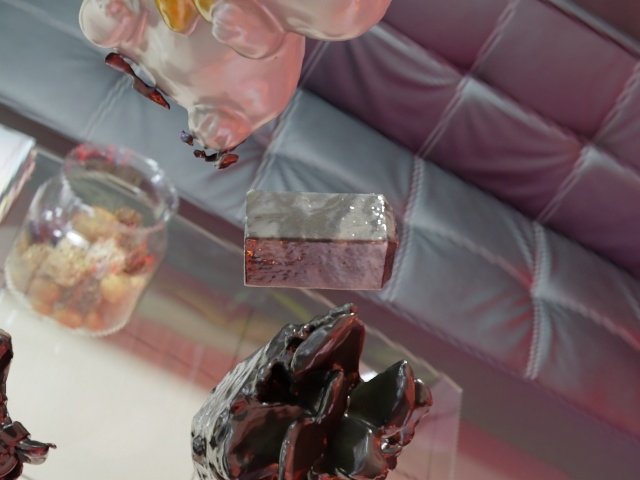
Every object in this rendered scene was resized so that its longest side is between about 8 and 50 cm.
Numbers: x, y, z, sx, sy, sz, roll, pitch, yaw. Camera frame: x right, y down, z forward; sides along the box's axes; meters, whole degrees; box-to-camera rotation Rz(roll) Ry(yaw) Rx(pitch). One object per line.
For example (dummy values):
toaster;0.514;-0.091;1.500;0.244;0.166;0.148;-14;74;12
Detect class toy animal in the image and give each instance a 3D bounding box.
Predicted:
toy animal;-0.021;-0.207;0.825;0.247;0.310;0.183;-16;72;-54

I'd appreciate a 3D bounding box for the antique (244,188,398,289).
antique;0.000;0.000;1.349;0.183;0.086;0.088;2;44;-2

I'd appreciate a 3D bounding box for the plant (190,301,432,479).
plant;-0.009;0.192;1.098;0.188;0.276;0.199;40;64;-7

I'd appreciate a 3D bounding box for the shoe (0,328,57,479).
shoe;-0.254;0.155;0.867;0.099;0.071;0.169;16;74;5
